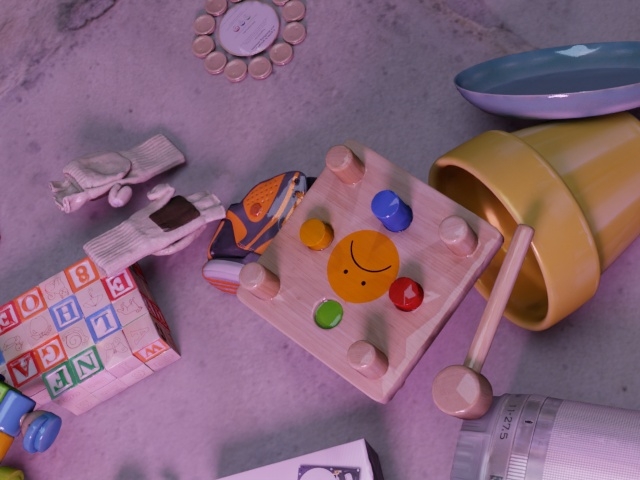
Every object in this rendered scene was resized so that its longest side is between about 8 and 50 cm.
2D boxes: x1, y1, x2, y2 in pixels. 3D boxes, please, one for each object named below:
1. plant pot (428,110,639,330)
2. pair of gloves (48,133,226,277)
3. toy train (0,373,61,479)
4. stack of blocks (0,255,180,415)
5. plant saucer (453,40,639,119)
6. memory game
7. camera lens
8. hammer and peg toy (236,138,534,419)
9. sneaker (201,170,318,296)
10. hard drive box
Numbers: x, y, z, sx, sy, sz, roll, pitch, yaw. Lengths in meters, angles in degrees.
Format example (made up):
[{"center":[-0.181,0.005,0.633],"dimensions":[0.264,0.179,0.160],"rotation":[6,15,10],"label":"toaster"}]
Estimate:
[{"center":[0.305,-0.051,1.736],"dimensions":[0.239,0.254,0.254],"rotation":[-31,62,-15],"label":"plant pot"},{"center":[-0.266,-0.063,1.939],"dimensions":[0.204,0.042,0.240],"rotation":[-22,47,-19],"label":"pair of gloves"},{"center":[-0.452,0.301,1.774],"dimensions":[0.143,0.105,0.248],"rotation":[26,81,18],"label":"toy train"},{"center":[-0.368,0.154,1.908],"dimensions":[0.297,0.087,0.171],"rotation":[-29,63,2],"label":"stack of blocks"},{"center":[0.336,-0.210,1.792],"dimensions":[0.317,0.317,0.044],"rotation":[-5,107,13],"label":"plant saucer"},{"center":[-0.109,-0.324,2.083],"dimensions":[0.186,0.012,0.186],"rotation":[-6,66,12],"label":"memory game"},{"center":[0.303,0.299,1.588],"dimensions":[0.274,0.219,0.219],"rotation":[7,70,18],"label":"camera lens"},{"center":[0.100,0.055,1.648],"dimensions":[0.361,0.127,0.266],"rotation":[33,86,28],"label":"hammer and peg toy"},{"center":[0.000,0.000,1.852],"dimensions":[0.321,0.124,0.180],"rotation":[12,72,20],"label":"sneaker"},{"center":[-0.025,0.373,1.720],"dimensions":[0.232,0.089,0.181],"rotation":[-18,63,8],"label":"hard drive box"}]
